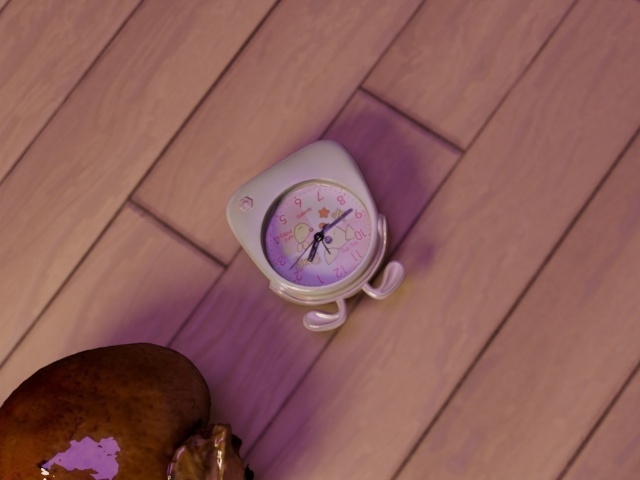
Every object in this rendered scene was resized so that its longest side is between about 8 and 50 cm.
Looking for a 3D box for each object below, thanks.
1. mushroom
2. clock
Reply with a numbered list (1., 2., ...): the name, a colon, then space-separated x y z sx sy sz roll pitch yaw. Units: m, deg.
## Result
1. mushroom: -0.212 0.224 1.694 0.283 0.195 0.263 0 53 10
2. clock: 0.000 0.000 1.791 0.151 0.062 0.191 -31 69 0
